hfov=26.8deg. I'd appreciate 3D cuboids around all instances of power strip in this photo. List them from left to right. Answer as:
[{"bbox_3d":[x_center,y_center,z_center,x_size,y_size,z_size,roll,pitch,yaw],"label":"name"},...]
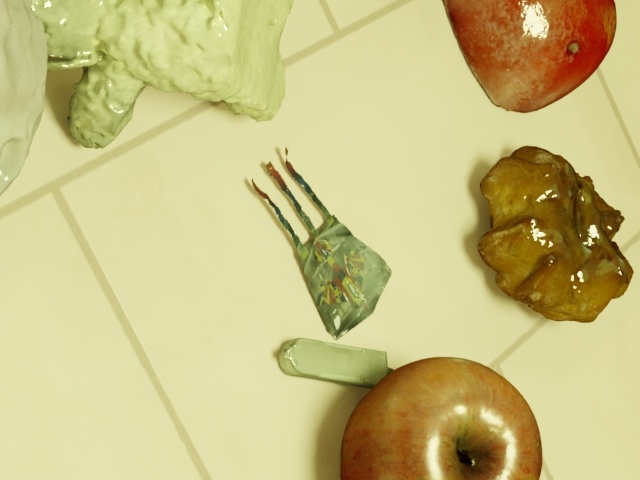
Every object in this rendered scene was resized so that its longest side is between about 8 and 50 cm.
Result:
[{"bbox_3d":[0.025,0.152,1.657,0.191,0.030,0.048,14,69,-38],"label":"power strip"}]

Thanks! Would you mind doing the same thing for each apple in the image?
[{"bbox_3d":[0.136,0.263,1.613,0.253,0.253,0.254,11,72,-39],"label":"apple"}]

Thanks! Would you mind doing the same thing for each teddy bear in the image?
[{"bbox_3d":[-0.240,-0.265,1.473,0.375,0.362,0.328,-24,121,-79],"label":"teddy bear"}]

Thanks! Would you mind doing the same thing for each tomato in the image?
[{"bbox_3d":[0.334,-0.366,1.982,0.338,0.143,0.338,11,74,-41],"label":"tomato"}]

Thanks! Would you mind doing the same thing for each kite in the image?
[{"bbox_3d":[-0.001,0.000,1.683,0.245,0.015,0.141,56,49,-20],"label":"kite"}]

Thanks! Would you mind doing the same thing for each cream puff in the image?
[{"bbox_3d":[0.327,0.002,1.883,0.269,0.155,0.241,33,54,-23],"label":"cream puff"}]

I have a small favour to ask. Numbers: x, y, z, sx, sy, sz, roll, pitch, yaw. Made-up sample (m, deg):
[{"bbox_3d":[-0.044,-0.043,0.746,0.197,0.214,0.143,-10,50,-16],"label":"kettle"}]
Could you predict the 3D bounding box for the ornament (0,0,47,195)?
[{"bbox_3d":[-0.397,-0.145,1.168,0.337,0.337,0.337,11,72,-39],"label":"ornament"}]
